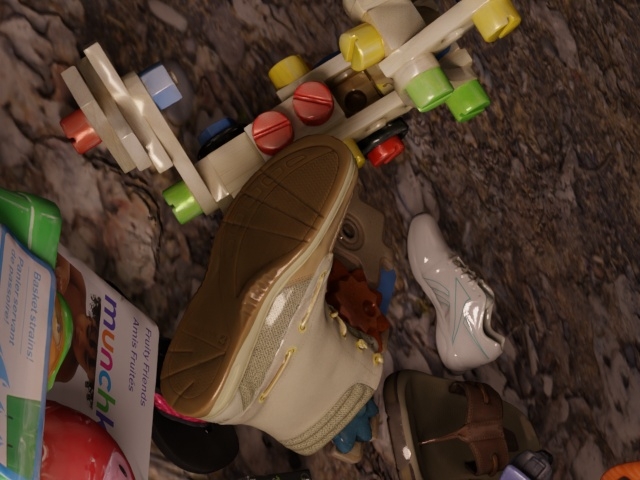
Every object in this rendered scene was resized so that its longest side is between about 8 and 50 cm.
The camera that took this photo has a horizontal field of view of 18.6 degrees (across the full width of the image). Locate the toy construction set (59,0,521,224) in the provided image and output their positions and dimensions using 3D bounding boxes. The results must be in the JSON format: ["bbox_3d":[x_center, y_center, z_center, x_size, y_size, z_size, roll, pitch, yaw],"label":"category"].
[{"bbox_3d":[-0.017,-0.101,1.398,0.215,0.327,0.151,70,3,-80],"label":"toy construction set"}]

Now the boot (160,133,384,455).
[{"bbox_3d":[-0.007,0.042,1.372,0.165,0.077,0.213,28,89,-51],"label":"boot"}]

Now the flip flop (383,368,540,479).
[{"bbox_3d":[0.135,0.167,1.703,0.277,0.080,0.112,17,59,-56],"label":"flip flop"}]

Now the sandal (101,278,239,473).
[{"bbox_3d":[-0.107,0.098,1.369,0.179,0.040,0.067,54,34,-29],"label":"sandal"}]

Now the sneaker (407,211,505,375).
[{"bbox_3d":[0.125,0.043,1.777,0.053,0.061,0.152,-22,92,-59],"label":"sneaker"}]

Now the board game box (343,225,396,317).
[{"bbox_3d":[-0.008,0.040,1.574,0.133,0.033,0.169,36,47,-23],"label":"board game box"}]

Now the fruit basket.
[{"bbox_3d":[-0.177,0.114,1.120,0.353,0.165,0.327,41,41,-47],"label":"fruit basket"}]

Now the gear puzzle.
[{"bbox_3d":[0.000,0.000,1.545,0.175,0.044,0.339,28,51,-29],"label":"gear puzzle"}]

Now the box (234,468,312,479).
[{"bbox_3d":[-0.047,0.196,1.394,0.083,0.062,0.052,5,68,-58],"label":"box"}]

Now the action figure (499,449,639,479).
[{"bbox_3d":[0.193,0.253,1.446,0.330,0.341,0.178,-36,72,-20],"label":"action figure"}]
